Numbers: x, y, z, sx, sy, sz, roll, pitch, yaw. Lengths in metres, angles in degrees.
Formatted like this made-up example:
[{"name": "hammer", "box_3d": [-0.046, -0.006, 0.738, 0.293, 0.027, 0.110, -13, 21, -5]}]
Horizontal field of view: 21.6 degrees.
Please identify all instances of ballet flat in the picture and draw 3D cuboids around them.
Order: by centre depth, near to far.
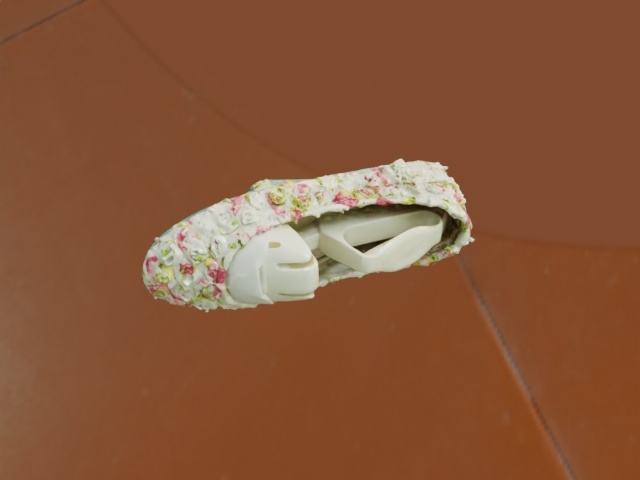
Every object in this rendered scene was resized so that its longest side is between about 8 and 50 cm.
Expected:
[{"name": "ballet flat", "box_3d": [0.000, 0.000, 1.141, 0.241, 0.077, 0.091, -18, 129, -22]}]
